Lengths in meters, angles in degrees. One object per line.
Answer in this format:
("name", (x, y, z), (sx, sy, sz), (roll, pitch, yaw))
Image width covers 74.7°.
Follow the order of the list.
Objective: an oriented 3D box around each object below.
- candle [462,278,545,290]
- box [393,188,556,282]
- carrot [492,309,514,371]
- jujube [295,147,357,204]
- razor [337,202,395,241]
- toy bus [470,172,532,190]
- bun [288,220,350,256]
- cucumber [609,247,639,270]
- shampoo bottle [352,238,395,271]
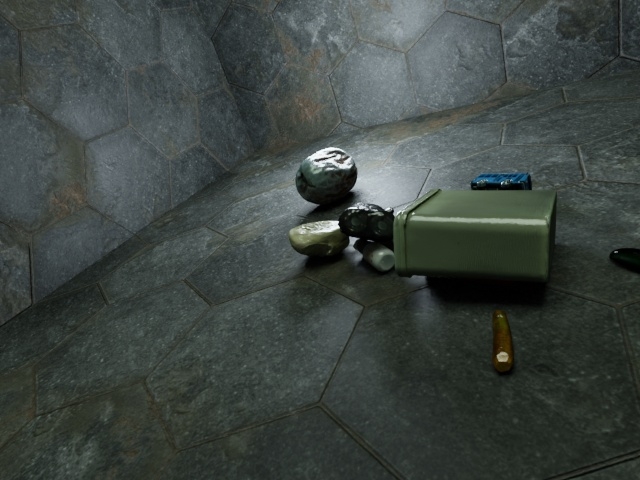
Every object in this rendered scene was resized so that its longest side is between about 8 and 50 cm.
("candle", (0.401, 0.086, 1.087), (0.329, 0.051, 0.048), (6, 70, 45))
("box", (0.409, -0.027, 1.085), (0.343, 0.178, 0.352), (2, 17, 31))
("carrot", (0.378, 0.205, 0.878), (0.042, 0.042, 0.171), (-8, 25, 23))
("jujube", (0.035, -0.295, 1.933), (0.308, 0.215, 0.246), (-21, 59, -33))
("razor", (0.159, -0.062, 1.380), (0.189, 0.107, 0.327), (9, 9, 6))
("toy bus", (0.620, -0.178, 1.426), (0.106, 0.090, 0.184), (-35, 28, -34))
("bun", (0.000, 0.000, 1.481), (0.209, 0.116, 0.237), (5, 20, 40))
("cucumber", (0.757, 0.058, 0.886), (0.056, 0.056, 0.284), (-30, 22, -21))
("shampoo bottle", (0.167, 0.037, 1.336), (0.074, 0.074, 0.192), (-25, 24, -11))
